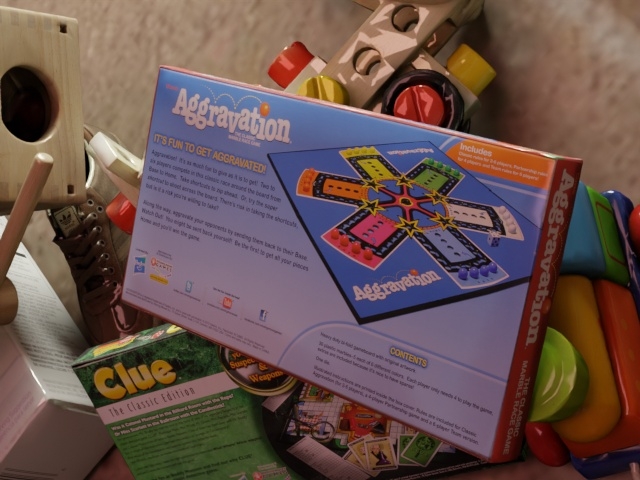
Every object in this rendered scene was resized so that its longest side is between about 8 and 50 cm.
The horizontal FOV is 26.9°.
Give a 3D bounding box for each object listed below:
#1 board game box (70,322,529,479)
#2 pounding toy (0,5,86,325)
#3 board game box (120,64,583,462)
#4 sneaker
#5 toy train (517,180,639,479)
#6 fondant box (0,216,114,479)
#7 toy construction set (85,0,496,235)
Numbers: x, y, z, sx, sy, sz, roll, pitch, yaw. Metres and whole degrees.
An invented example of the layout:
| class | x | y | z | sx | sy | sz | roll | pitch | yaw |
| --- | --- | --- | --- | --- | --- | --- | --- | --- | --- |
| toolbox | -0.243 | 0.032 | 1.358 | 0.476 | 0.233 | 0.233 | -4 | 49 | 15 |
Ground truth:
| class | x | y | z | sx | sy | sz | roll | pitch | yaw |
| --- | --- | --- | --- | --- | --- | --- | --- | --- | --- |
| board game box | -0.017 | 0.096 | 0.804 | 0.259 | 0.030 | 0.136 | -17 | 109 | 28 |
| pounding toy | -0.206 | -0.045 | 0.892 | 0.181 | 0.094 | 0.206 | -6 | 86 | 39 |
| board game box | 0.000 | 0.000 | 0.703 | 0.281 | 0.027 | 0.145 | 19 | 102 | 42 |
| sneaker | -0.165 | 0.001 | 0.949 | 0.066 | 0.071 | 0.188 | -28 | 63 | 25 |
| toy train | 0.135 | 0.084 | 0.680 | 0.105 | 0.143 | 0.248 | -20 | 66 | 28 |
| fondant box | -0.312 | 0.095 | 1.007 | 0.238 | 0.096 | 0.330 | -50 | 55 | 13 |
| toy construction set | -0.020 | -0.101 | 0.832 | 0.215 | 0.151 | 0.328 | 44 | 112 | 9 |
